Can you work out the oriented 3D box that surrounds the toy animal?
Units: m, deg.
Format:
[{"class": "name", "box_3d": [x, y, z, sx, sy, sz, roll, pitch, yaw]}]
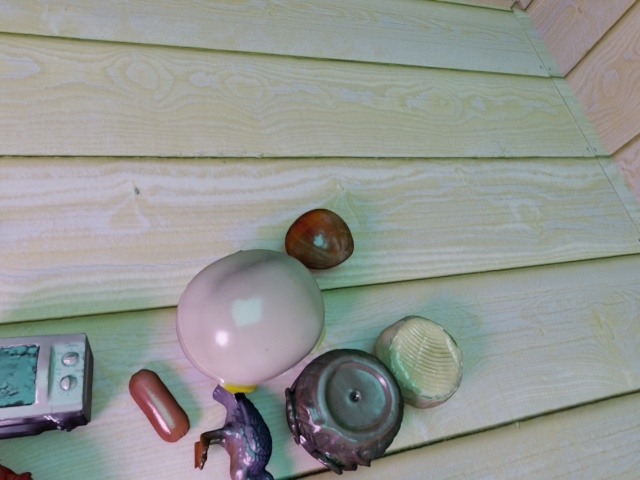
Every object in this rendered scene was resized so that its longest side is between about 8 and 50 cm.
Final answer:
[{"class": "toy animal", "box_3d": [-0.200, 0.479, 1.123, 0.185, 0.122, 0.298, 9, 43, -22]}]

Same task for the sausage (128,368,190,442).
[{"class": "sausage", "box_3d": [-0.388, 0.394, 1.141, 0.077, 0.077, 0.194, -35, 77, -31]}]

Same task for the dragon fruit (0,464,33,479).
[{"class": "dragon fruit", "box_3d": [-0.648, 0.541, 0.851, 0.342, 0.277, 0.278, 12, 57, 9]}]

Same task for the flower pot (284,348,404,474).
[{"class": "flower pot", "box_3d": [0.049, 0.426, 1.190, 0.301, 0.213, 0.302, 8, 59, -14]}]

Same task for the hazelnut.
[{"class": "hazelnut", "box_3d": [0.000, 0.000, 1.427, 0.214, 0.176, 0.214, 1, 39, -1]}]

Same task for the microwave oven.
[{"class": "microwave oven", "box_3d": [-0.645, 0.316, 0.996, 0.295, 0.237, 0.181, 0, 62, -21]}]

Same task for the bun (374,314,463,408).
[{"class": "bun", "box_3d": [0.264, 0.347, 1.345, 0.259, 0.152, 0.260, 10, 60, -18]}]

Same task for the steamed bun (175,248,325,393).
[{"class": "steamed bun", "box_3d": [-0.168, 0.187, 1.189, 0.373, 0.334, 0.334, -22, 71, -32]}]
